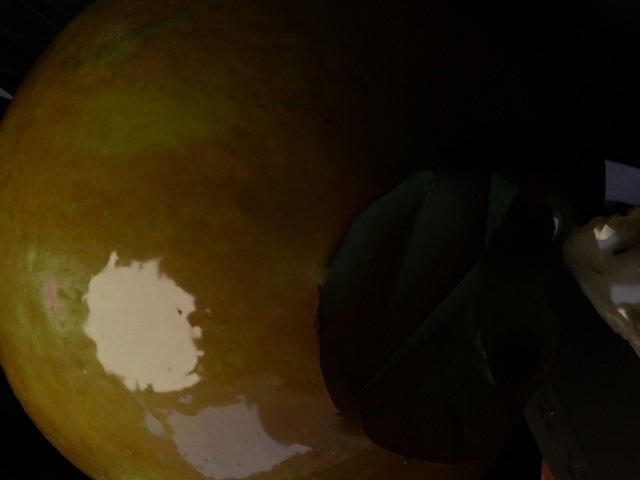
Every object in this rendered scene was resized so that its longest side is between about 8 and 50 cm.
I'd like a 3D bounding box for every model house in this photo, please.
[{"bbox_3d":[0.265,0.078,1.202,0.204,0.211,0.243,-13,143,-11],"label":"model house"}]

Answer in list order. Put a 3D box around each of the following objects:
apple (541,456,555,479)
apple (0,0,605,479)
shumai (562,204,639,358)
[{"bbox_3d":[0.315,0.173,1.394,0.293,0.251,0.163,17,160,26],"label":"apple"},{"bbox_3d":[0.000,0.000,1.001,0.384,0.374,0.374,-5,-169,-36],"label":"apple"},{"bbox_3d":[0.239,0.086,0.847,0.267,0.314,0.262,-15,-157,-39],"label":"shumai"}]
